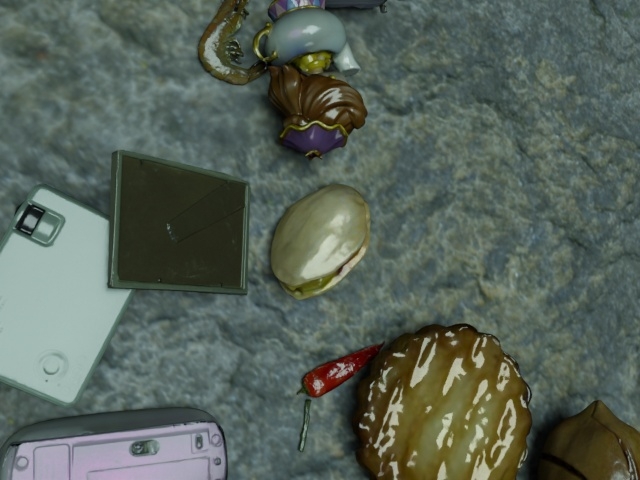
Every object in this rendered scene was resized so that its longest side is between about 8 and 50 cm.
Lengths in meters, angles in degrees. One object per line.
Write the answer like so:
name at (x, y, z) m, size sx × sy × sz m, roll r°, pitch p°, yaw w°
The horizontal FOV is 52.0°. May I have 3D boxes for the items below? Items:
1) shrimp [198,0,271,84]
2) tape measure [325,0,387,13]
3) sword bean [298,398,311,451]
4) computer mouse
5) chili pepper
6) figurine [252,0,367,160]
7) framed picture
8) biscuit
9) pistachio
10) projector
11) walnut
shrimp at (-0.125, -0.342, 1.091) m, size 0.124 × 0.034 × 0.178 m, roll 30°, pitch 75°, yaw -17°
tape measure at (0.021, -0.488, 1.132) m, size 0.196 × 0.105 × 0.179 m, roll -3°, pitch 91°, yaw -19°
sword bean at (-0.024, 0.297, 1.054) m, size 0.012 × 0.012 × 0.083 m, roll 12°, pitch 78°, yaw -18°
computer mouse at (-0.286, 0.324, 0.921) m, size 0.310 × 0.072 × 0.159 m, roll -1°, pitch 82°, yaw -19°
chili pepper at (0.040, 0.212, 1.080) m, size 0.178 × 0.027 × 0.045 m, roll -24°, pitch 91°, yaw -23°
figurine at (-0.013, -0.259, 1.062) m, size 0.189 × 0.142 × 0.264 m, roll -9°, pitch 84°, yaw -24°
framed picture at (-0.194, -0.018, 0.955) m, size 0.260 × 0.023 × 0.189 m, roll 9°, pitch 78°, yaw -53°
biscuit at (0.198, 0.296, 1.087) m, size 0.325 × 0.107 × 0.326 m, roll 2°, pitch 85°, yaw -18°
pistachio at (0.000, 0.000, 1.053) m, size 0.145 × 0.117 × 0.201 m, roll 31°, pitch 78°, yaw 26°
projector at (-0.370, 0.075, 0.911) m, size 0.191 × 0.099 × 0.257 m, roll 28°, pitch 75°, yaw -16°
walnut at (0.476, 0.426, 1.130) m, size 0.202 × 0.203 × 0.298 m, roll 4°, pitch 80°, yaw -20°
